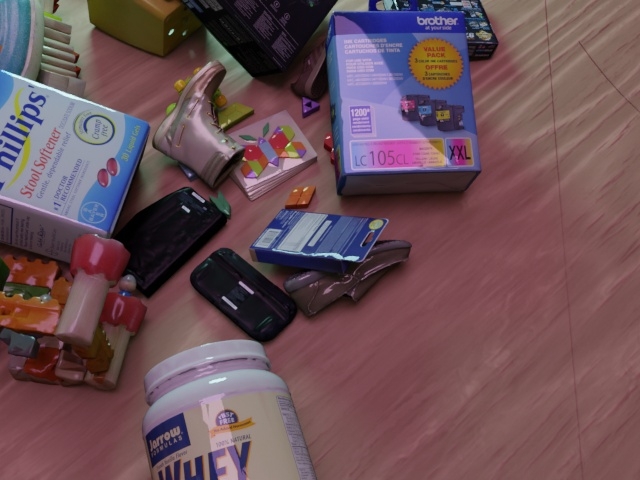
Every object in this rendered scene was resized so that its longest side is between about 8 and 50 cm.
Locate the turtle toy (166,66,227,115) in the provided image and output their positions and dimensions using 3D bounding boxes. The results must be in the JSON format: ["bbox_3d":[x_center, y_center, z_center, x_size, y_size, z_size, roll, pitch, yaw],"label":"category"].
[{"bbox_3d":[-0.261,-0.288,1.548,0.130,0.066,0.095,-38,94,-18],"label":"turtle toy"}]

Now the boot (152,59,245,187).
[{"bbox_3d":[-0.207,-0.226,1.460,0.165,0.077,0.213,35,93,12],"label":"boot"}]

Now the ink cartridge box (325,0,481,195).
[{"bbox_3d":[0.151,-0.297,1.475,0.270,0.151,0.395,-3,76,-6],"label":"ink cartridge box"}]

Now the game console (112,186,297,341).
[{"bbox_3d":[-0.212,0.059,1.384,0.361,0.044,0.213,38,68,16],"label":"game console"}]

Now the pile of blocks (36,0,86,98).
[{"bbox_3d":[-0.579,-0.403,1.587,0.149,0.113,0.362,-28,68,33],"label":"pile of blocks"}]

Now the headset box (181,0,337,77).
[{"bbox_3d":[-0.110,-0.528,1.554,0.131,0.246,0.283,10,62,53],"label":"headset box"}]

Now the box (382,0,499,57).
[{"bbox_3d":[0.266,-0.485,1.665,0.220,0.051,0.175,-4,60,-17],"label":"box"}]

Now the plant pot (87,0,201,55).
[{"bbox_3d":[-0.355,-0.528,1.602,0.187,0.212,0.212,40,67,5],"label":"plant pot"}]

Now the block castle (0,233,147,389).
[{"bbox_3d":[-0.526,0.076,1.212,0.454,0.303,0.212,8,61,0],"label":"block castle"}]

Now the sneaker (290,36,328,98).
[{"bbox_3d":[-0.001,-0.392,1.600,0.071,0.066,0.188,22,75,34],"label":"sneaker"}]

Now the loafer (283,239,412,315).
[{"bbox_3d":[0.057,0.066,1.378,0.251,0.094,0.087,-21,97,-11],"label":"loafer"}]

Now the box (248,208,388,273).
[{"bbox_3d":[0.000,0.000,1.360,0.225,0.036,0.136,6,38,28],"label":"box"}]

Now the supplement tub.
[{"bbox_3d":[-0.134,0.338,1.131,0.236,0.235,0.324,-15,64,-11],"label":"supplement tub"}]

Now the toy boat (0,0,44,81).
[{"bbox_3d":[-0.697,-0.374,1.477,0.318,0.148,0.267,3,85,23],"label":"toy boat"}]

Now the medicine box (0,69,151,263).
[{"bbox_3d":[-0.490,-0.125,1.352,0.289,0.149,0.263,19,55,-13],"label":"medicine box"}]

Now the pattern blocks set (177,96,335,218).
[{"bbox_3d":[-0.107,-0.178,1.522,0.285,0.026,0.325,41,68,17],"label":"pattern blocks set"}]
